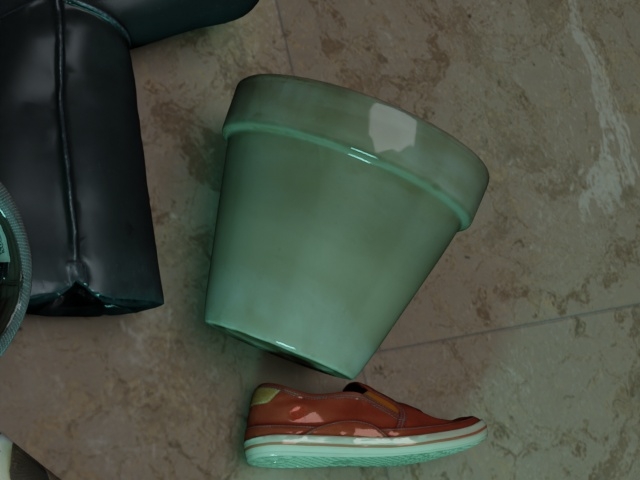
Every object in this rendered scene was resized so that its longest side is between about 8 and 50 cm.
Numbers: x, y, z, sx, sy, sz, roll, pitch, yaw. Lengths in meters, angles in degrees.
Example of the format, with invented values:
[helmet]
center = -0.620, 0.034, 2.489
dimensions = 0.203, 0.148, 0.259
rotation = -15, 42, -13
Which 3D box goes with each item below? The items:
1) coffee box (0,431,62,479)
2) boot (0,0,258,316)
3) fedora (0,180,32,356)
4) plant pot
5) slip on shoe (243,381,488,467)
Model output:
[coffee box]
center = -0.269, 0.354, 1.171
dimensions = 0.297, 0.119, 0.168
rotation = 42, 57, -14
[boot]
center = -0.218, -0.135, 1.334
dimensions = 0.367, 0.146, 0.445
rotation = -1, 69, -19
[fedora]
center = -0.387, 0.025, 1.017
dimensions = 0.275, 0.124, 0.244
rotation = -4, 96, -55
[plant pot]
center = 0.000, 0.000, 1.368
dimensions = 0.323, 0.323, 0.280
rotation = 25, 81, -23
[slip on shoe]
center = 0.062, 0.221, 1.424
dimensions = 0.331, 0.123, 0.101
rotation = 5, 68, -25
